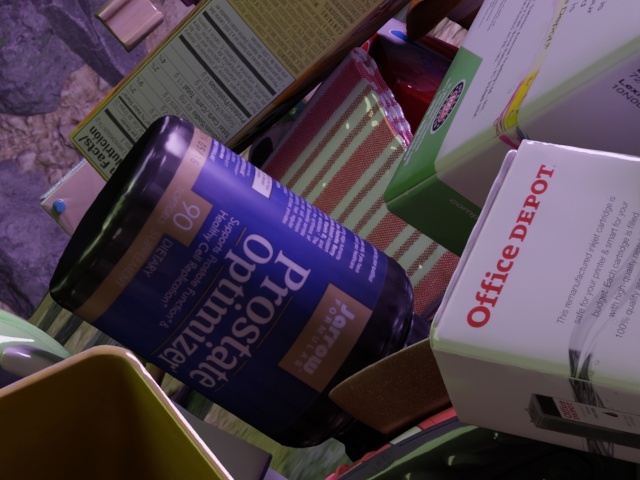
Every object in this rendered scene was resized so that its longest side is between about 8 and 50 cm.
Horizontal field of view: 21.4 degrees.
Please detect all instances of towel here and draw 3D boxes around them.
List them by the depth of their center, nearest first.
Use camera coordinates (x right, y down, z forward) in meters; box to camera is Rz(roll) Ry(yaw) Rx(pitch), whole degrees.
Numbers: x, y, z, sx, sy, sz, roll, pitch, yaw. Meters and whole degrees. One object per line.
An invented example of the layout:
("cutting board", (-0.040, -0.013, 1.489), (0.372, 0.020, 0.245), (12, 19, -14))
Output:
("towel", (0.024, -0.005, 1.058), (0.144, 0.029, 0.197), (-49, 50, 30))

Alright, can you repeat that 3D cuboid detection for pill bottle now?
("pill bottle", (-0.028, 0.037, 0.933), (0.123, 0.219, 0.123), (-53, 13, 17))

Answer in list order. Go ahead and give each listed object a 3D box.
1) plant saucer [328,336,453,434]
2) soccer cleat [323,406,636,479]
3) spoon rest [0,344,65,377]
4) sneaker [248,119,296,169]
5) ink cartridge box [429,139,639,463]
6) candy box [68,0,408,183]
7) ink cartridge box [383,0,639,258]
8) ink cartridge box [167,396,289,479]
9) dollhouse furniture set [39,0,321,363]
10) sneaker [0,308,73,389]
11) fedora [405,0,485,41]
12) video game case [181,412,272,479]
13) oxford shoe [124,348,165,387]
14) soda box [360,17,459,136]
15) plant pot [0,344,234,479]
("plant saucer", (0.087, 0.048, 0.737), (0.168, 0.029, 0.168), (-22, -10, -4))
("soccer cleat", (0.024, 0.136, 0.756), (0.318, 0.109, 0.116), (-50, 17, 41))
("spoon rest", (-0.163, 0.200, 0.931), (0.137, 0.084, 0.276), (25, -103, -89))
("sneaker", (0.000, 0.000, 1.170), (0.068, 0.169, 0.071), (-5, 5, 22))
("ink cartridge box", (0.121, 0.026, 0.601), (0.099, 0.135, 0.056), (-63, -30, -30))
("candy box", (-0.010, -0.157, 1.130), (0.316, 0.087, 0.183), (-41, 1, 32))
("ink cartridge box", (0.169, -0.100, 0.775), (0.201, 0.117, 0.278), (-62, 13, -23))
("ink cartridge box", (-0.090, 0.160, 1.090), (0.088, 0.122, 0.052), (-42, 15, 48))
("dollhouse furniture set", (-0.138, -0.084, 1.505), (0.303, 0.286, 0.198), (-46, 11, -5))
("sneaker", (-0.287, 0.293, 1.367), (0.185, 0.202, 0.482), (-53, -15, -65))
("fedora", (0.144, -0.197, 1.204), (0.194, 0.079, 0.194), (-46, 10, 10))
("video game case", (-0.125, 0.261, 0.959), (0.244, 0.061, 0.269), (-64, -1, -35))
("oxford shoe", (-0.282, 0.213, 1.623), (0.397, 0.146, 0.140), (-47, 15, 37))
("soda box", (0.061, -0.089, 1.207), (0.263, 0.083, 0.092), (-99, 33, -71))
("plant pot", (-0.119, 0.207, 0.681), (0.212, 0.212, 0.187), (-24, -38, -27))
